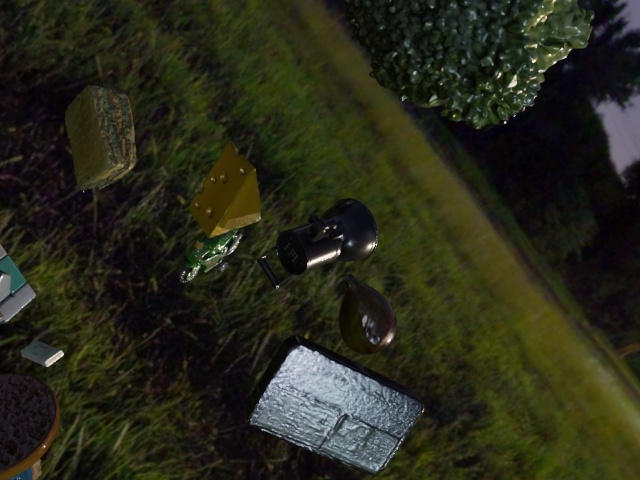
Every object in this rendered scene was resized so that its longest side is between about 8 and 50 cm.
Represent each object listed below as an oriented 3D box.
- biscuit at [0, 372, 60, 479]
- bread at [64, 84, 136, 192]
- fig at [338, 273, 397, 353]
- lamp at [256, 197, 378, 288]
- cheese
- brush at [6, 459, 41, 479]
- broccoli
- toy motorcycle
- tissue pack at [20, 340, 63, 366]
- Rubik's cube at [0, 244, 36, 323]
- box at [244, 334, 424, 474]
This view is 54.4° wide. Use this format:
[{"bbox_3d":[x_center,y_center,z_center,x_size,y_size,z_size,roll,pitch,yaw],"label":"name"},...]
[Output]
[{"bbox_3d":[-0.440,0.232,0.756,0.039,0.236,0.180,93,-10,-47],"label":"biscuit"},{"bbox_3d":[-0.458,-0.212,1.307,0.102,0.138,0.196,-1,70,-47],"label":"bread"},{"bbox_3d":[0.077,0.132,1.142,0.109,0.103,0.155,-48,119,-38],"label":"fig"},{"bbox_3d":[0.000,0.000,1.330,0.227,0.172,0.147,-21,72,-42],"label":"lamp"},{"bbox_3d":[-0.178,-0.109,1.245,0.126,0.171,0.093,-20,59,-35],"label":"cheese"},{"bbox_3d":[-0.473,0.359,0.951,0.164,0.014,0.051,63,17,-81],"label":"brush"},{"bbox_3d":[0.139,-0.253,0.596,0.235,0.260,0.288,14,51,-58],"label":"broccoli"},{"bbox_3d":[-0.255,0.022,1.435,0.074,0.106,0.190,33,46,20],"label":"toy motorcycle"},{"bbox_3d":[-0.729,0.295,1.629,0.056,0.108,0.023,-39,132,-46],"label":"tissue pack"},{"bbox_3d":[-0.854,0.143,1.522,0.224,0.265,0.213,64,28,-21],"label":"Rubik's cube"},{"bbox_3d":[0.032,0.356,1.321,0.350,0.211,0.058,29,8,-21],"label":"box"}]
